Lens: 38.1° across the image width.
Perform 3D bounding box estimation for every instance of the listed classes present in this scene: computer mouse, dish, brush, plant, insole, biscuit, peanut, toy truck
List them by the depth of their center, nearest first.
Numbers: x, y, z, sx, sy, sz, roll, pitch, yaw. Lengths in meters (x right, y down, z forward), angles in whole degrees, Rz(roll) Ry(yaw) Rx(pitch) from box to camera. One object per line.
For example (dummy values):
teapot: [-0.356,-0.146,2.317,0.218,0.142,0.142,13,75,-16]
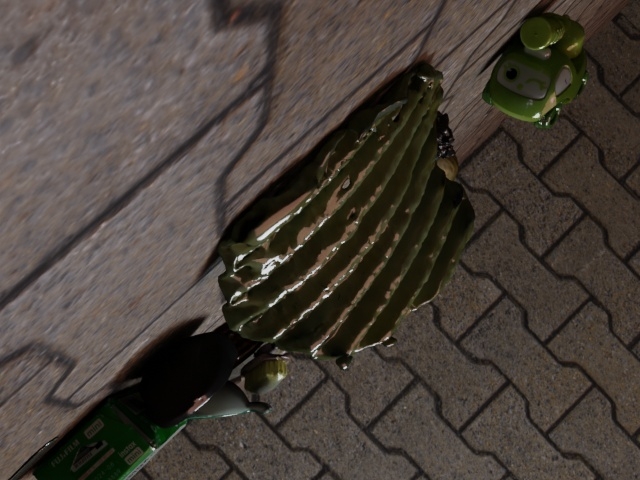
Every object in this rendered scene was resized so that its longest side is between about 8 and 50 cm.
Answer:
insole: [-0.431,0.342,1.230,0.232,0.003,0.080,-44,175,1]
computer mouse: [-0.200,0.192,1.360,0.137,0.086,0.270,-35,-177,1]
plant: [0.180,-0.165,1.526,0.174,0.087,0.085,130,-19,-84]
toy truck: [0.390,-0.318,1.617,0.187,0.148,0.211,-37,147,-40]
biscuit: [-0.165,0.199,1.799,0.106,0.070,0.252,-45,175,20]
dish: [-0.219,0.301,1.804,0.246,0.078,0.224,-3,174,4]
brush: [-0.143,0.291,1.877,0.313,0.072,0.067,140,-45,-57]
peanut: [0.237,-0.137,1.999,0.120,0.110,0.236,-30,171,-8]

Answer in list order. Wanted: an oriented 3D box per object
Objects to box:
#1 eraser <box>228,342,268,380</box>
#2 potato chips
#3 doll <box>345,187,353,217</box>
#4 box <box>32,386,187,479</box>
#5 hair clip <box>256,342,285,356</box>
eraser: [-0.138,0.241,2.219,0.404,0.096,0.098,-40,172,-47]
potato chips: [0.047,-0.015,1.139,0.389,0.097,0.373,-39,139,-20]
doll: [0.002,-0.004,1.252,0.221,0.115,0.105,-52,-158,6]
box: [-0.307,0.309,1.394,0.180,0.103,0.250,-43,175,1]
hair clip: [-0.059,0.195,1.861,0.146,0.075,0.257,-39,179,-32]
